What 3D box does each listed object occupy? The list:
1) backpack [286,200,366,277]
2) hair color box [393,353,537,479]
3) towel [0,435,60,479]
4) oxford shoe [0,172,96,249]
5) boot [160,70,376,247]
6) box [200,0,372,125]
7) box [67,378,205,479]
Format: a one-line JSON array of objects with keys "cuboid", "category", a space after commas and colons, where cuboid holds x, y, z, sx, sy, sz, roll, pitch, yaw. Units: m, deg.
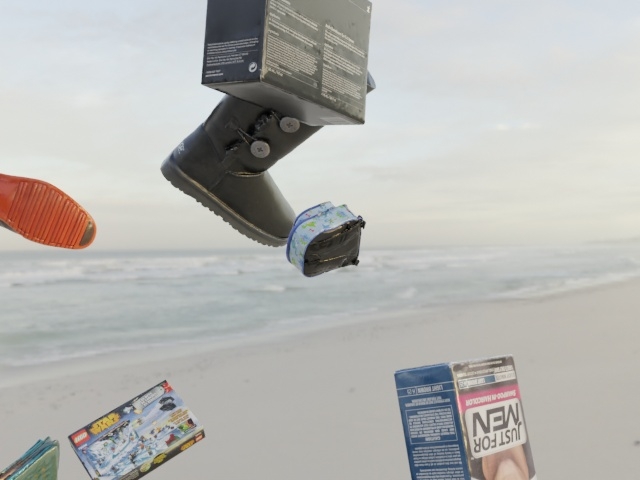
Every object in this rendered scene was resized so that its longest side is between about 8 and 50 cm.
[{"cuboid": [0.000, 0.000, 1.210, 0.114, 0.105, 0.084, -22, 46, -33], "category": "backpack"}, {"cuboid": [0.218, 0.342, 1.074, 0.105, 0.347, 0.174, -18, -13, 41], "category": "hair color box"}, {"cuboid": [-0.539, 0.506, 1.240, 0.040, 0.370, 0.271, 32, 40, 20], "category": "towel"}, {"cuboid": [-0.499, -0.060, 1.261, 0.271, 0.097, 0.098, 27, -14, -20], "category": "oxford shoe"}, {"cuboid": [-0.058, -0.210, 1.618, 0.367, 0.146, 0.445, 30, -62, -37], "category": "boot"}, {"cuboid": [-0.036, -0.270, 1.039, 0.103, 0.184, 0.261, 5, -2, 32], "category": "box"}, {"cuboid": [-0.221, 0.237, 0.929, 0.137, 0.027, 0.094, -28, 47, -25], "category": "box"}]
